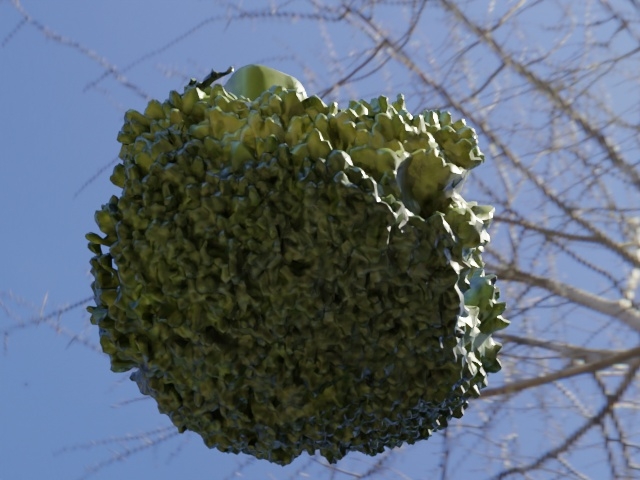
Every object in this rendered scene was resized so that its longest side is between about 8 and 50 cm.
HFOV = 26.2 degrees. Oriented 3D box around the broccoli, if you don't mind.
[{"bbox_3d":[0.014,0.007,0.966,0.375,0.249,0.302,33,-123,-40],"label":"broccoli"}]
